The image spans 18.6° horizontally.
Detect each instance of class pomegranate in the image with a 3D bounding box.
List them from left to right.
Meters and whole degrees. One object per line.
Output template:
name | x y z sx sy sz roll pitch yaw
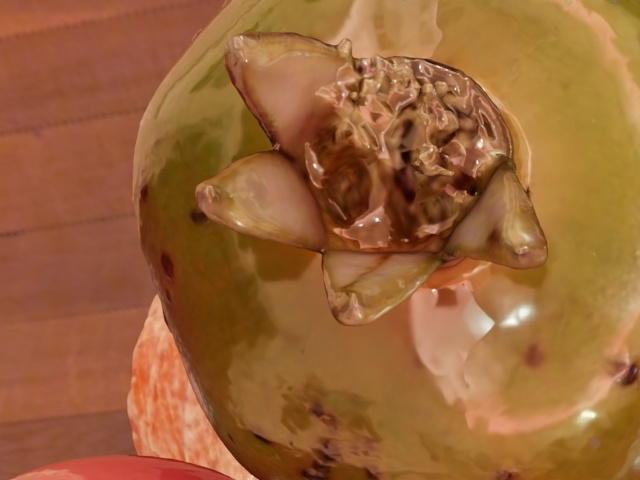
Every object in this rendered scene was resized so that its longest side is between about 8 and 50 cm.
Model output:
pomegranate | 0.058 -0.028 0.774 0.291 0.323 0.290 -4 60 7

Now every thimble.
thimble | -0.042 0.131 1.663 0.162 0.239 0.239 18 85 41

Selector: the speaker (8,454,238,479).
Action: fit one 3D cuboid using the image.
speaker | -0.096 0.246 0.959 0.294 0.294 0.294 -4 77 18
